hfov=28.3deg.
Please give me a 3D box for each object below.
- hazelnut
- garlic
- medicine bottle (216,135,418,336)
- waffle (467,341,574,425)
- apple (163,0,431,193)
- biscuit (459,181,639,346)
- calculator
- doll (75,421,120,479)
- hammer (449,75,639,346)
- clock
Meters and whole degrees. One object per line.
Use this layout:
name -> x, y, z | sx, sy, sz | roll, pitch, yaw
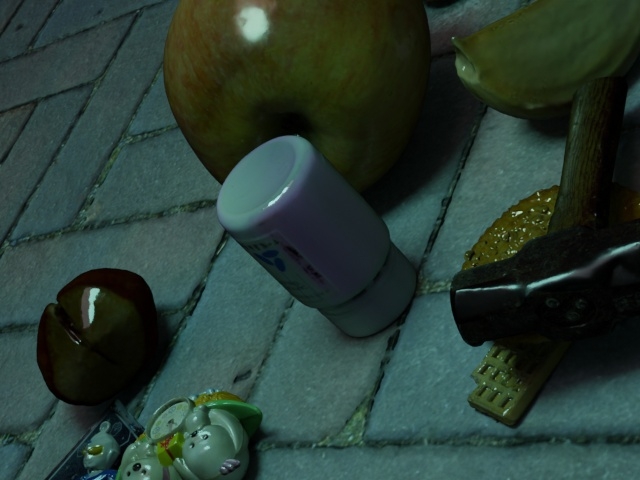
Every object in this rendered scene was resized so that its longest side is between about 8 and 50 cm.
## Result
hazelnut -> -0.331, 0.135, 1.866 | 0.212, 0.181, 0.181 | -53, 48, 4
garlic -> 0.333, -0.277, 1.597 | 0.338, 0.196, 0.151 | -37, 49, 7
medicine bottle -> 0.000, 0.000, 1.583 | 0.152, 0.254, 0.152 | -27, 36, 22
waffle -> 0.218, 0.138, 1.408 | 0.135, 0.021, 0.092 | -50, 35, -13
apple -> -0.031, -0.235, 1.768 | 0.391, 0.391, 0.346 | -31, 35, 19
biscuit -> 0.267, 0.019, 1.452 | 0.254, 0.035, 0.254 | -25, 33, 18
calculator -> -0.349, 0.353, 1.775 | 0.274, 0.028, 0.166 | -49, 33, -7
doll -> -0.299, 0.346, 1.671 | 0.114, 0.057, 0.227 | -24, 51, 33
hammer -> 0.289, -0.057, 1.415 | 0.243, 0.095, 0.408 | -14, 37, 29
clock -> -0.170, 0.276, 1.600 | 0.231, 0.103, 0.144 | -34, 26, 13
